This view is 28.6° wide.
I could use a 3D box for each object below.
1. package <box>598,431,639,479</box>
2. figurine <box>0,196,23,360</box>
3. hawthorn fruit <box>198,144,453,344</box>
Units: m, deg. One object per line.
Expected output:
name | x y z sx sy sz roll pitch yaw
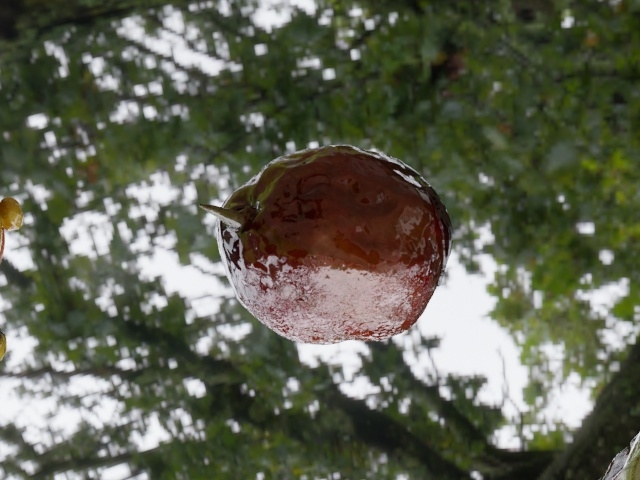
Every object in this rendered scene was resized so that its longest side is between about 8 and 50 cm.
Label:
package | 0.090 0.100 0.418 0.031 0.108 0.121 46 -143 16
figurine | -0.476 0.022 1.379 0.323 0.320 0.196 -55 -154 -11
hawthorn fruit | 0.000 0.000 1.133 0.251 0.189 0.189 12 -165 -44
